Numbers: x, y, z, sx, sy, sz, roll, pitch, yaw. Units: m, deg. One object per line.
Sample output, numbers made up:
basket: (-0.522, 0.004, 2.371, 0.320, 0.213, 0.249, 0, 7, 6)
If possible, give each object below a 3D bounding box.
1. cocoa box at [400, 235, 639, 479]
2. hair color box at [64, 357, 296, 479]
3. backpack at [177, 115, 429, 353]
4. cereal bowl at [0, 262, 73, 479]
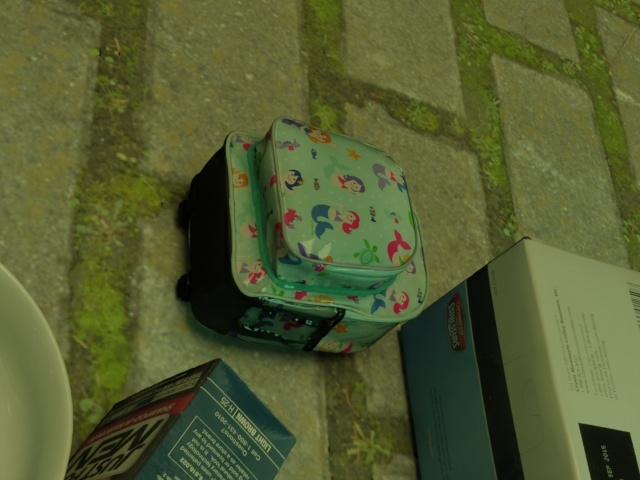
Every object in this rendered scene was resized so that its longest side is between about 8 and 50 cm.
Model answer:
cocoa box: (0.255, 0.216, 1.092, 0.231, 0.228, 0.347, 15, 53, -29)
hair color box: (-0.175, 0.256, 0.772, 0.105, 0.174, 0.347, 49, 43, -14)
backpack: (0.000, 0.000, 1.089, 0.253, 0.191, 0.225, 18, 51, -33)
cereal bowl: (-0.365, 0.137, 0.742, 0.338, 0.141, 0.339, 19, 52, -26)
